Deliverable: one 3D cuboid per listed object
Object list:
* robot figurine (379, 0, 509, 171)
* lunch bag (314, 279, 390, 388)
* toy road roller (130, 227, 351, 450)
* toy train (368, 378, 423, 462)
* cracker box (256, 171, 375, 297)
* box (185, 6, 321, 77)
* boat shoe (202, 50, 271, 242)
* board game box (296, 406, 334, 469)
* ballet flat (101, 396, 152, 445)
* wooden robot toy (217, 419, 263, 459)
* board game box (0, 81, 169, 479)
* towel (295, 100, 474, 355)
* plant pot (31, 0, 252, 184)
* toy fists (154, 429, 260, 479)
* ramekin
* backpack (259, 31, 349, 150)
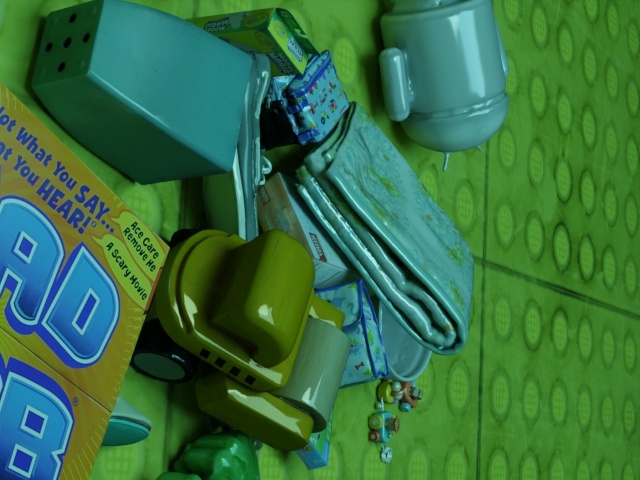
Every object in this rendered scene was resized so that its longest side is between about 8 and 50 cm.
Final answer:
[{"bbox_3d":[0.221,-0.308,2.395,0.300,0.199,0.354,-22,108,-33],"label":"robot figurine"},{"bbox_3d":[0.020,0.144,2.012,0.096,0.128,0.151,19,58,-71],"label":"lunch bag"},{"bbox_3d":[-0.071,0.115,1.783,0.329,0.240,0.203,33,57,-25],"label":"toy road roller"},{"bbox_3d":[0.138,0.298,2.357,0.125,0.046,0.166,57,42,-39],"label":"toy train"},{"bbox_3d":[0.000,0.000,2.076,0.232,0.067,0.156,23,39,-56],"label":"cracker box"},{"bbox_3d":[-0.096,-0.271,1.891,0.105,0.179,0.043,49,47,-45],"label":"box"},{"bbox_3d":[-0.104,-0.108,1.881,0.099,0.116,0.320,-14,110,-28],"label":"boat shoe"},{"bbox_3d":[-0.040,0.219,2.046,0.160,0.039,0.211,-83,150,-45],"label":"board game box"},{"bbox_3d":[-0.297,0.202,1.629,0.248,0.086,0.086,13,76,-57],"label":"ballet flat"},{"bbox_3d":[-0.108,0.243,1.940,0.079,0.076,0.173,-62,139,-56],"label":"wooden robot toy"},{"bbox_3d":[-0.415,0.069,1.170,0.356,0.356,0.356,49,48,-45],"label":"board game box"},{"bbox_3d":[0.118,-0.028,2.127,0.374,0.090,0.320,52,23,-11],"label":"towel"},{"bbox_3d":[-0.233,-0.196,1.691,0.234,0.165,0.166,30,62,-46],"label":"plant pot"},{"bbox_3d":[-0.167,0.351,1.809,0.279,0.096,0.142,-38,132,-55],"label":"toy fists"},{"bbox_3d":[0.099,0.131,2.248,0.207,0.109,0.207,6,83,-58],"label":"ramekin"},{"bbox_3d":[-0.050,-0.241,2.029,0.158,0.116,0.173,-49,126,-50],"label":"backpack"}]
